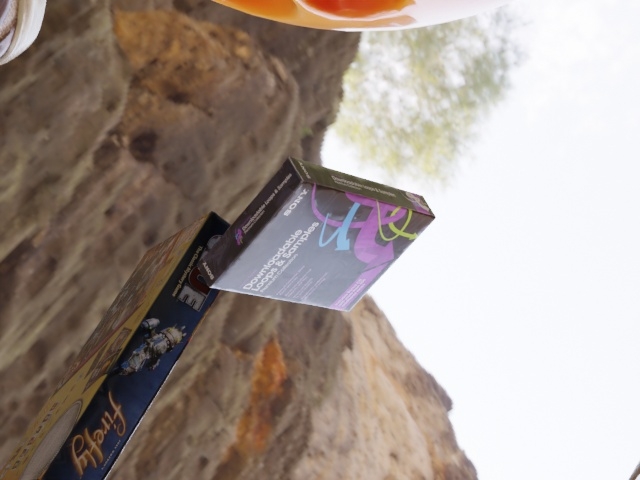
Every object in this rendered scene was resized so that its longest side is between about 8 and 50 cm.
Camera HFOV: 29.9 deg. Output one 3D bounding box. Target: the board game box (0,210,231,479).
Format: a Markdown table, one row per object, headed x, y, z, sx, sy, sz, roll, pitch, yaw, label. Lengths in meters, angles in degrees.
| x | y | z | sx | sy | sz | roll | pitch | yaw | label |
| --- | --- | --- | --- | --- | --- | --- | --- | --- | --- |
| -0.160 | 0.099 | 0.956 | 0.243 | 0.042 | 0.165 | -59 | -164 | -24 | board game box |

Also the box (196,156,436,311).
| x | y | z | sx | sy | sz | roll | pitch | yaw | label |
| --- | --- | --- | --- | --- | --- | --- | --- | --- | --- |
| 0.000 | 0.000 | 0.915 | 0.116 | 0.162 | 0.029 | -48 | -128 | 24 | box |

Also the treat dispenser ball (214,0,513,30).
| x | y | z | sx | sy | sz | roll | pitch | yaw | label |
| --- | --- | --- | --- | --- | --- | --- | --- | --- | --- |
| 0.016 | -0.215 | 0.398 | 0.288 | 0.288 | 0.288 | -11 | -125 | 16 | treat dispenser ball |

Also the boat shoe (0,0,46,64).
| x | y | z | sx | sy | sz | roll | pitch | yaw | label |
| --- | --- | --- | --- | --- | --- | --- | --- | --- | --- |
| -0.224 | -0.241 | 0.681 | 0.123 | 0.342 | 0.123 | 17 | -146 | 9 | boat shoe |

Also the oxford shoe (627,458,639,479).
| x | y | z | sx | sy | sz | roll | pitch | yaw | label |
| --- | --- | --- | --- | --- | --- | --- | --- | --- | --- |
| 0.223 | 0.003 | 0.376 | 0.397 | 0.146 | 0.140 | -45 | -99 | 7 | oxford shoe |
